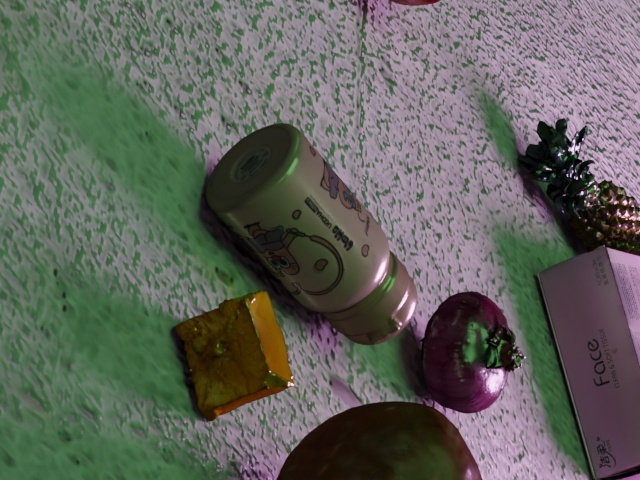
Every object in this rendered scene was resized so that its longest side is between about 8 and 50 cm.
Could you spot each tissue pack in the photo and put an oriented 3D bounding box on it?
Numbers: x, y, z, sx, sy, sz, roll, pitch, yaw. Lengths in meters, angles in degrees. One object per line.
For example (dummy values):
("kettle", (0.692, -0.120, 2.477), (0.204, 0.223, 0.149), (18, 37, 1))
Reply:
("tissue pack", (0.339, 0.142, 2.047), (0.148, 0.092, 0.246), (13, 59, -56))

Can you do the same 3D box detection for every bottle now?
("bottle", (0.000, 0.000, 1.564), (0.209, 0.097, 0.110), (49, 16, -32))

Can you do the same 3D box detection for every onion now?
("onion", (0.143, 0.104, 1.725), (0.115, 0.104, 0.115), (-4, 95, -54))

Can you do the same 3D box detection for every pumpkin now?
("pumpkin", (-0.063, 0.088, 1.409), (0.054, 0.074, 0.083), (11, 60, -64))

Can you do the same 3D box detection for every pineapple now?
("pineapple", (0.316, -0.049, 2.159), (0.221, 0.083, 0.103), (46, 50, -35))

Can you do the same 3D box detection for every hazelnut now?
("hazelnut", (0.043, 0.220, 1.369), (0.176, 0.214, 0.214), (1, 60, -13))

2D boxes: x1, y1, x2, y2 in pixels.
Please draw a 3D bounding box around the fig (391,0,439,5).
("fig", (0.068, -0.330, 1.928), (0.160, 0.230, 0.143), (-57, 163, -57))
